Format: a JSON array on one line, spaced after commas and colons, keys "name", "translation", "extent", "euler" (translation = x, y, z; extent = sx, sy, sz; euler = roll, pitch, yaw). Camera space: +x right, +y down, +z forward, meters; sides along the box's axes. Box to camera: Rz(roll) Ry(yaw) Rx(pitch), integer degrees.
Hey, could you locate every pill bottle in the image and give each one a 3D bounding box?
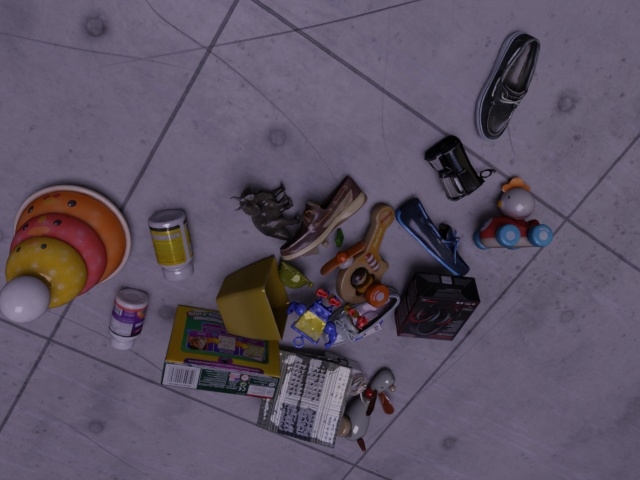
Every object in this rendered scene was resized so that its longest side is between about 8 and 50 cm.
[{"name": "pill bottle", "translation": [-0.475, 0.016, 1.734], "extent": [0.119, 0.119, 0.209], "euler": [-7, 115, -4]}, {"name": "pill bottle", "translation": [-0.657, 0.271, 1.836], "extent": [0.108, 0.108, 0.194], "euler": [15, 113, -13]}]

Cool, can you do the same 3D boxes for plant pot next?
[{"name": "plant pot", "translation": [-0.230, 0.206, 1.815], "extent": [0.187, 0.212, 0.212], "euler": [-11, 116, 10]}]

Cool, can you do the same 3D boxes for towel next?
[{"name": "towel", "translation": [-0.056, 0.573, 1.992], "extent": [0.311, 0.056, 0.325], "euler": [14, 95, 3]}]

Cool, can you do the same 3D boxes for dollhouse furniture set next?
[{"name": "dollhouse furniture set", "translation": [0.000, 0.000, 1.839], "extent": [0.151, 0.059, 0.076], "euler": [-10, 125, 19]}]

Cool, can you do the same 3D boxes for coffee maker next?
[{"name": "coffee maker", "translation": [0.444, -0.247, 1.743], "extent": [0.171, 0.120, 0.178], "euler": [-41, 116, -13]}]

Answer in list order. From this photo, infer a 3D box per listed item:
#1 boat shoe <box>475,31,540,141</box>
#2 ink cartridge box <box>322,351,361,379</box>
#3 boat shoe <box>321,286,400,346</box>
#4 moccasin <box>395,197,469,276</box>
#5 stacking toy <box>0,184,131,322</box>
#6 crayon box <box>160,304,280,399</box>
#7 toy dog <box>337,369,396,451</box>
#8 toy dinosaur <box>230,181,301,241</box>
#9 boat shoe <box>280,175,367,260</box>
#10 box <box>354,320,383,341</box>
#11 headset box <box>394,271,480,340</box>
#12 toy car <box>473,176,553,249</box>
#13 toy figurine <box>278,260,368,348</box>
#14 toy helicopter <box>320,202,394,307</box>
[{"name": "boat shoe", "translation": [0.566, -0.459, 1.643], "extent": [0.120, 0.119, 0.336], "euler": [6, 114, -10]}, {"name": "ink cartridge box", "translation": [0.065, 0.503, 2.058], "extent": [0.150, 0.063, 0.109], "euler": [22, 110, -16]}, {"name": "boat shoe", "translation": [0.142, 0.276, 1.923], "extent": [0.320, 0.103, 0.118], "euler": [-31, 91, 5]}, {"name": "moccasin", "translation": [0.404, -0.006, 1.826], "extent": [0.342, 0.138, 0.117], "euler": [40, 100, -22]}, {"name": "stacking toy", "translation": [-0.755, 0.074, 1.526], "extent": [0.350, 0.480, 0.351], "euler": [-3, 115, -6]}, {"name": "crayon box", "translation": [-0.324, 0.367, 1.808], "extent": [0.362, 0.313, 0.106], "euler": [12, 113, -12]}, {"name": "toy dog", "translation": [0.186, 0.673, 2.081], "extent": [0.220, 0.161, 0.334], "euler": [-1, 125, -42]}, {"name": "toy dinosaur", "translation": [-0.163, -0.087, 1.740], "extent": [0.160, 0.121, 0.314], "euler": [-24, 139, 2]}, {"name": "boat shoe", "translation": [-0.010, -0.076, 1.732], "extent": [0.342, 0.123, 0.123], "euler": [-39, 107, -4]}, {"name": "box", "translation": [0.165, 0.315, 2.003], "extent": [0.136, 0.028, 0.081], "euler": [-25, 114, 7]}, {"name": "headset box", "translation": [0.400, 0.246, 1.908], "extent": [0.217, 0.110, 0.293], "euler": [7, 139, -9]}, {"name": "toy car", "translation": [0.637, -0.092, 1.810], "extent": [0.210, 0.219, 0.238], "euler": [0, 86, -6]}, {"name": "toy figurine", "translation": [-0.044, 0.252, 1.795], "extent": [0.362, 0.191, 0.217], "euler": [35, 89, -1]}, {"name": "toy helicopter", "translation": [0.146, 0.041, 1.811], "extent": [0.234, 0.140, 0.356], "euler": [17, 96, -33]}]
